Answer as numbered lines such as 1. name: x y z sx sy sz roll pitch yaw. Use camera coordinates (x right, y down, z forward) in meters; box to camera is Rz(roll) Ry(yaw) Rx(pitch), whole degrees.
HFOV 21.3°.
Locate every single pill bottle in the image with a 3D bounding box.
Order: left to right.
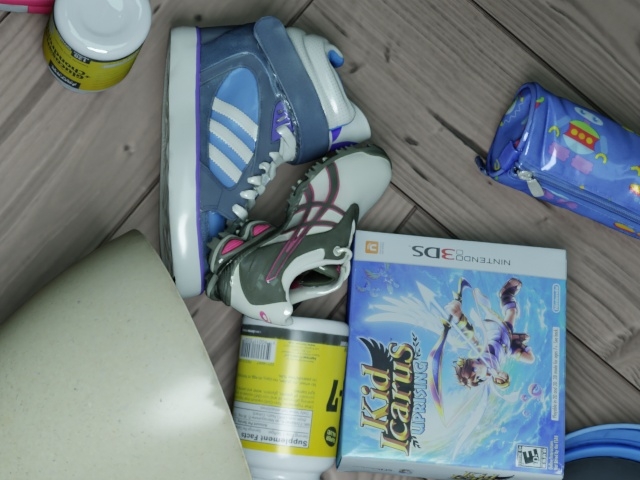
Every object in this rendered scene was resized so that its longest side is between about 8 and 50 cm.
1. pill bottle: -0.245 -0.219 1.837 0.103 0.184 0.103 3 77 -14
2. pill bottle: -0.037 0.185 1.833 0.119 0.119 0.208 7 87 -14

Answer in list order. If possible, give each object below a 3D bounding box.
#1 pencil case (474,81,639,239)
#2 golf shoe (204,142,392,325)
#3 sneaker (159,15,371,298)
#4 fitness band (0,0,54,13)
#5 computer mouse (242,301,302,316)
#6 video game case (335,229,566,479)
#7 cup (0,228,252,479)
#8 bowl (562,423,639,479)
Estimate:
1. pencil case: 0.342 -0.070 1.996 0.306 0.119 0.133 25 49 -8
2. golf shoe: 0.000 0.000 1.834 0.120 0.105 0.273 33 56 27
3. sneaker: -0.056 -0.091 1.888 0.236 0.130 0.322 2 72 -10
4. fitness band: -0.323 -0.361 1.907 0.291 0.054 0.209 2 81 -12
5. computer mouse: -0.014 -0.005 1.929 0.071 0.041 0.242 33 71 -5
6. video game case: 0.148 0.130 1.890 0.244 0.061 0.269 5 67 -3
7. cup: -0.232 0.183 1.689 0.237 0.331 0.331 -22 84 -12
8. bowl: 0.339 0.405 1.916 0.391 0.077 0.391 3 77 -14
